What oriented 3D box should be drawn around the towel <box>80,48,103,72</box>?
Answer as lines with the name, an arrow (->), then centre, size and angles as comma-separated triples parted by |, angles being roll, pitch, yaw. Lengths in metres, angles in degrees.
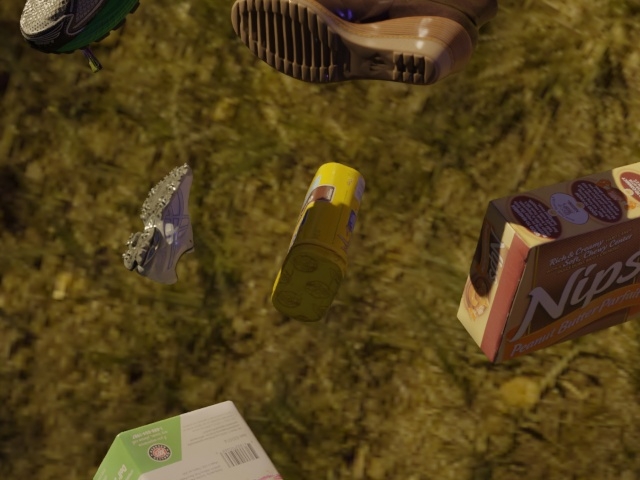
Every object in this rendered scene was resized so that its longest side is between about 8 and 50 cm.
towel -> -0.294, -0.240, 1.685 | 0.009, 0.083, 0.060 | -37, 12, -9

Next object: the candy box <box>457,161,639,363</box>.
candy box -> 0.322, 0.013, 1.563 | 0.087, 0.316, 0.183 | 55, 148, 39

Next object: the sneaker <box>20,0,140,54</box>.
sneaker -> -0.249, -0.363, 1.507 | 0.134, 0.146, 0.343 | 41, 110, 35

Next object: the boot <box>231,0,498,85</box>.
boot -> 0.051, -0.237, 1.477 | 0.248, 0.207, 0.090 | 17, 124, 14

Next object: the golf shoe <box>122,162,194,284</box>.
golf shoe -> -0.205, -0.020, 1.907 | 0.069, 0.086, 0.176 | -13, 49, 51

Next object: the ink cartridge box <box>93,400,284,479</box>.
ink cartridge box -> -0.128, 0.407, 1.871 | 0.353, 0.207, 0.119 | 54, 133, 25

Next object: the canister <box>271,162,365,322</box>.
canister -> 0.000, 0.000, 1.731 | 0.126, 0.073, 0.170 | 115, 174, -46
